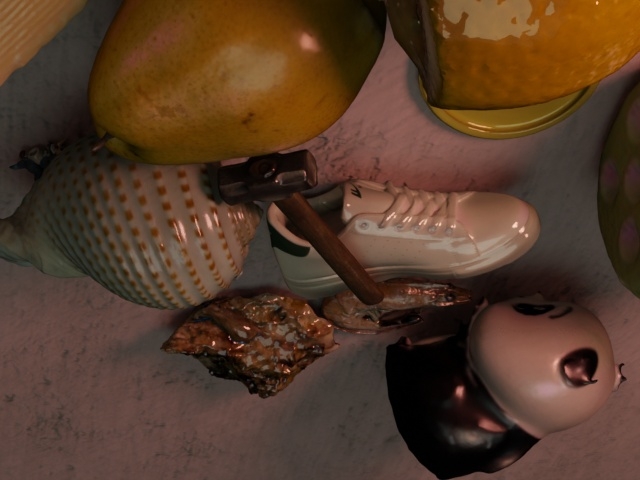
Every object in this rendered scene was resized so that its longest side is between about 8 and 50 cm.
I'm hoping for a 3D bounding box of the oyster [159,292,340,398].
[{"bbox_3d":[-0.096,0.157,1.915,0.223,0.083,0.214,-29,131,23],"label":"oyster"}]

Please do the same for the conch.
[{"bbox_3d":[-0.230,-0.043,1.593,0.319,0.303,0.215,16,94,2],"label":"conch"}]

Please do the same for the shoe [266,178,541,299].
[{"bbox_3d":[0.100,-0.029,1.712,0.363,0.132,0.160,-11,137,17],"label":"shoe"}]

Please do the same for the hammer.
[{"bbox_3d":[0.000,0.000,1.584,0.111,0.043,0.365,-11,150,20],"label":"hammer"}]

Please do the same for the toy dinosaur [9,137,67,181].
[{"bbox_3d":[-0.357,-0.103,1.662,0.083,0.031,0.047,-20,133,14],"label":"toy dinosaur"}]

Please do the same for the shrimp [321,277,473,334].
[{"bbox_3d":[0.113,0.098,1.902,0.223,0.047,0.126,-3,140,1],"label":"shrimp"}]

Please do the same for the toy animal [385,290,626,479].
[{"bbox_3d":[0.277,0.204,1.890,0.310,0.251,0.251,-22,134,27],"label":"toy animal"}]

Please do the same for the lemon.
[{"bbox_3d":[0.218,-0.310,1.288,0.364,0.364,0.364,-3,136,-2],"label":"lemon"}]

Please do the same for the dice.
[{"bbox_3d":[0.505,-0.066,1.616,0.252,0.254,0.250,4,136,-11],"label":"dice"}]

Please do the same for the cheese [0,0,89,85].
[{"bbox_3d":[-0.344,-0.315,1.324,0.265,0.124,0.242,-43,131,3],"label":"cheese"}]

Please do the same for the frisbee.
[{"bbox_3d":[0.238,-0.218,1.607,0.236,0.017,0.236,-3,136,-3],"label":"frisbee"}]

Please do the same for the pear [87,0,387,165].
[{"bbox_3d":[-0.091,-0.200,1.396,0.285,0.285,0.336,26,111,-28],"label":"pear"}]
